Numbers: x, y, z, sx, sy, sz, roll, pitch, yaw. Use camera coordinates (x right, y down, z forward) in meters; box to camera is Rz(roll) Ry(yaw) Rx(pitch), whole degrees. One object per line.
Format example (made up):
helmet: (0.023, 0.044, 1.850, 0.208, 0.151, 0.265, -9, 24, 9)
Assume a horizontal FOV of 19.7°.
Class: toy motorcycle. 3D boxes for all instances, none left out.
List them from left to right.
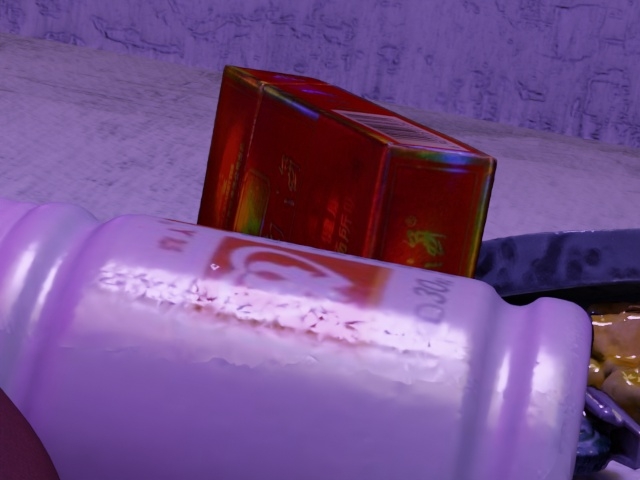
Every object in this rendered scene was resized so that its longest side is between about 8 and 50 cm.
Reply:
toy motorcycle: (0.153, 0.100, 1.237, 0.122, 0.082, 0.213, -5, 24, -17)

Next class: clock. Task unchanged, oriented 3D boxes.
clock: (0.198, 0.032, 1.470, 0.226, 0.049, 0.226, -3, -11, -1)

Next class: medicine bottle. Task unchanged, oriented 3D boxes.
medicine bottle: (-0.058, 0.094, 0.772, 0.316, 0.202, 0.202, 12, 12, 5)

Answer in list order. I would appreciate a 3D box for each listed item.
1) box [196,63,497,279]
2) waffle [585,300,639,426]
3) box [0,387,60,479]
box: (0.000, 0.001, 1.286, 0.089, 0.197, 0.313, 5, 12, -23)
waffle: (0.384, 0.112, 1.357, 0.382, 0.095, 0.380, 1, 11, -45)
box: (-0.253, 0.021, 0.577, 0.404, 0.108, 0.263, 47, 25, 9)
